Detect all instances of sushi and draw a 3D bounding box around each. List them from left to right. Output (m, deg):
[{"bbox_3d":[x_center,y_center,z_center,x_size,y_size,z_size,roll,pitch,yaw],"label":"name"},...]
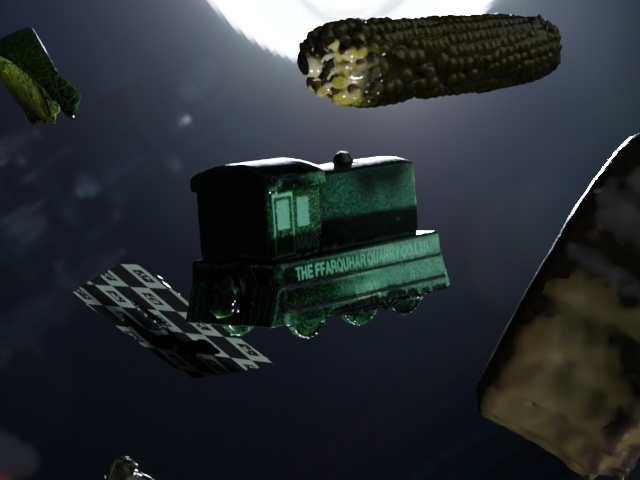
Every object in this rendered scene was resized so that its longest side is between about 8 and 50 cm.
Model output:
[{"bbox_3d":[-0.159,0.079,2.012,0.192,0.043,0.279,37,160,-11],"label":"sushi"}]

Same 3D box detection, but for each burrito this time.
[{"bbox_3d":[-0.161,0.275,1.829,0.149,0.041,0.055,46,161,15],"label":"burrito"}]

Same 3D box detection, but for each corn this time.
[{"bbox_3d":[0.104,-0.174,1.746,0.288,0.086,0.086,-7,-129,-30],"label":"corn"}]

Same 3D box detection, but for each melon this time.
[{"bbox_3d":[-0.304,-0.162,1.927,0.262,0.053,0.114,-147,45,-65],"label":"melon"}]

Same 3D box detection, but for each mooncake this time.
[{"bbox_3d":[0.293,0.069,1.730,0.187,0.324,0.324,32,-175,10],"label":"mooncake"}]

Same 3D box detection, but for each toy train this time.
[{"bbox_3d":[0.000,0.000,1.856,0.330,0.138,0.178,-12,-81,-51],"label":"toy train"}]
